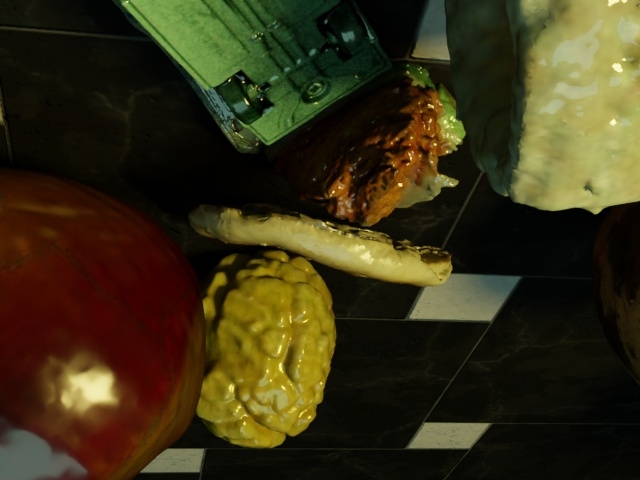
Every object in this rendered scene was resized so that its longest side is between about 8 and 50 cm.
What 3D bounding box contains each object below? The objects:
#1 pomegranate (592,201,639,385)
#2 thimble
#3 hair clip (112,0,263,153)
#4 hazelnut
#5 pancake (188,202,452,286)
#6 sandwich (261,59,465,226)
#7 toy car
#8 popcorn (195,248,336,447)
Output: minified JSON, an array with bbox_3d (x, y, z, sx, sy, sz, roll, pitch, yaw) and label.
[{"bbox_3d":[0.428,0.036,0.920,0.322,0.322,0.322,-3,147,-2],"label":"pomegranate"},{"bbox_3d":[0.185,-0.162,0.579,0.195,0.291,0.291,-6,147,3],"label":"thimble"},{"bbox_3d":[-0.106,-0.156,0.781,0.066,0.036,0.229,-19,138,14],"label":"hair clip"},{"bbox_3d":[-0.298,0.114,0.898,0.402,0.402,0.429,7,147,-17],"label":"hazelnut"},{"bbox_3d":[0.000,-0.001,0.907,0.282,0.049,0.282,12,-177,-1],"label":"pancake"},{"bbox_3d":[0.037,-0.069,0.822,0.185,0.160,0.109,-22,135,32],"label":"sandwich"},{"bbox_3d":[-0.066,-0.186,0.667,0.141,0.097,0.320,-31,149,11],"label":"toy car"},{"bbox_3d":[-0.066,0.120,1.077,0.200,0.226,0.203,-24,-174,11],"label":"popcorn"}]
